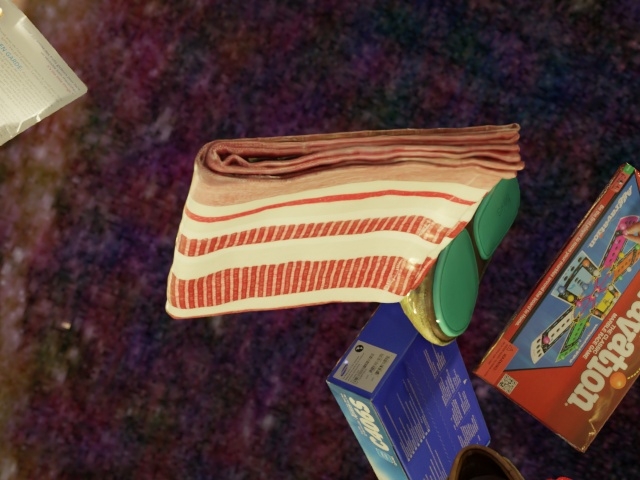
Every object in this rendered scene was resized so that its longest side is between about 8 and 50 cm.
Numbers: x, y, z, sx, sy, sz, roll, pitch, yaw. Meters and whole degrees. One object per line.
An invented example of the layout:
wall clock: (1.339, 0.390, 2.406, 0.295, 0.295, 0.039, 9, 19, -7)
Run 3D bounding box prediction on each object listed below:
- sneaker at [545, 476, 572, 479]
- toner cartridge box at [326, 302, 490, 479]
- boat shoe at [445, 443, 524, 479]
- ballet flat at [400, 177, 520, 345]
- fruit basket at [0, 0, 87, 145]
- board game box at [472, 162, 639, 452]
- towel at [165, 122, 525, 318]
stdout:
sneaker: (0.167, 0.261, 0.938, 0.087, 0.221, 0.128, -44, 23, 36)
toner cartridge box: (0.128, 0.231, 1.407, 0.075, 0.347, 0.165, 21, 60, 35)
boat shoe: (0.184, 0.323, 1.046, 0.123, 0.116, 0.324, -20, 24, -1)
ballet flat: (0.137, 0.014, 1.202, 0.123, 0.123, 0.348, -45, 4, 37)
fruit basket: (-0.508, -0.212, 1.229, 0.353, 0.327, 0.165, -43, 1, -42)
board game box: (0.304, 0.071, 1.132, 0.281, 0.145, 0.027, -54, 1, -5)
towel: (0.000, 0.000, 0.861, 0.329, 0.237, 0.037, 119, 144, -65)
